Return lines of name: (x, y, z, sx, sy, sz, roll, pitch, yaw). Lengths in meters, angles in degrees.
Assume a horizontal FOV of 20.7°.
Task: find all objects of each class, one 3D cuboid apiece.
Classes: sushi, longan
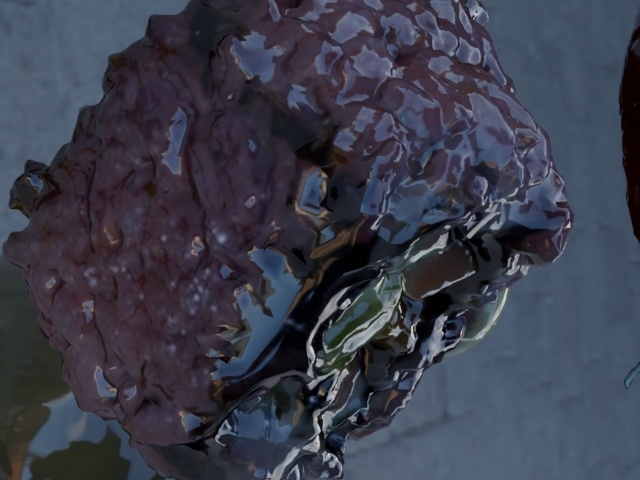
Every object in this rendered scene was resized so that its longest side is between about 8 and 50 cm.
sushi: (0.000, 0.000, 0.851, 0.236, 0.270, 0.171, 11, 37, -47)
longan: (-0.203, 0.149, 1.181, 0.350, 0.288, 0.288, 32, -42, 61)

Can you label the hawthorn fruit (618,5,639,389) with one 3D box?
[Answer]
hawthorn fruit: (0.179, -0.043, 0.647, 0.235, 0.181, 0.181, -50, 153, 2)
